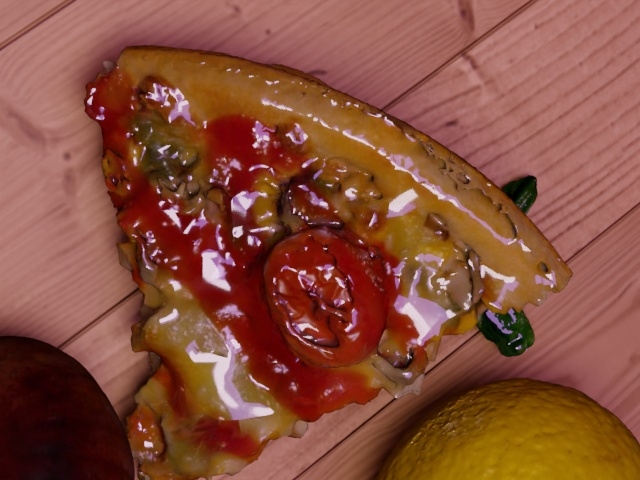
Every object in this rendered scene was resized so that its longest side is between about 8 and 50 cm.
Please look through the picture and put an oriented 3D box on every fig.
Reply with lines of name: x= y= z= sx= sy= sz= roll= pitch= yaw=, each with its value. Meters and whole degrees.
fig: x=-0.264 y=0.200 z=1.147 sx=0.235 sy=0.235 sz=0.214 roll=-23 pitch=143 yaw=-18

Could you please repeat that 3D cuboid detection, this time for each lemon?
lemon: x=0.184 y=0.266 z=1.307 sx=0.293 sy=0.293 sz=0.293 roll=-3 pitch=99 yaw=-22

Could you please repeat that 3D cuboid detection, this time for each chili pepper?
chili pepper: x=0.182 y=0.024 z=1.391 sx=0.073 sy=0.050 sz=0.182 roll=4 pitch=94 yaw=-16

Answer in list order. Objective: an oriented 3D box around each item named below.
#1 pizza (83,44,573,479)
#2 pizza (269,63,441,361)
pizza: x=-0.044 y=0.066 z=1.197 sx=0.439 sy=0.130 sz=0.406 roll=25 pitch=102 yaw=-1
pizza: x=0.000 y=0.000 z=1.294 sx=0.226 sy=0.086 sz=0.336 roll=-35 pitch=111 yaw=-14
